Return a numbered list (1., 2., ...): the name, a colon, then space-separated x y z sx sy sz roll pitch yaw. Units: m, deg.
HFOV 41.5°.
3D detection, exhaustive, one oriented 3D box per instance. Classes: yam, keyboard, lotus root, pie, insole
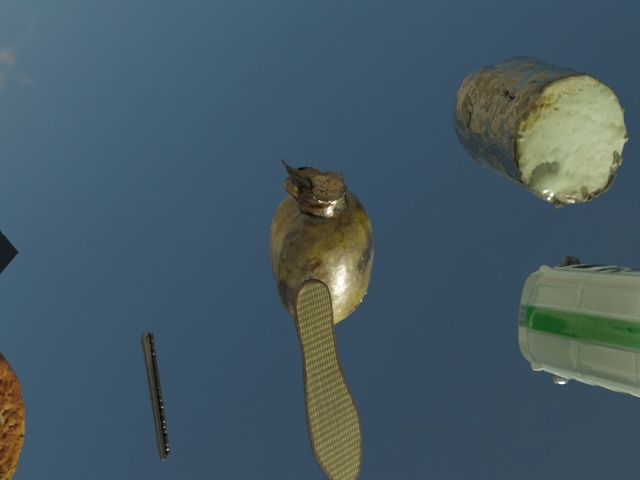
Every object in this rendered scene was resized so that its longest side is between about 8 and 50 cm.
1. yam: 0.327 -0.176 1.288 0.195 0.195 0.300 -44 -161 6
2. keyboard: -0.301 0.280 1.540 0.093 0.025 0.230 180 -98 -78
3. lotus root: 0.002 0.000 1.133 0.154 0.278 0.154 -1 -139 1
4. pie: -0.662 0.344 1.580 0.092 0.315 0.315 -14 -128 18
5. insole: 0.008 0.171 1.004 0.005 0.086 0.253 -9 -86 46

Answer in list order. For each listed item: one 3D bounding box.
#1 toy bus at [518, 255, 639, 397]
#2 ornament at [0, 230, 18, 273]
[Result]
1. toy bus: 0.314 0.086 0.819 0.276 0.164 0.134 180 -84 -70
2. ornament: -0.534 0.037 1.080 0.196 0.153 0.166 -30 -161 15
